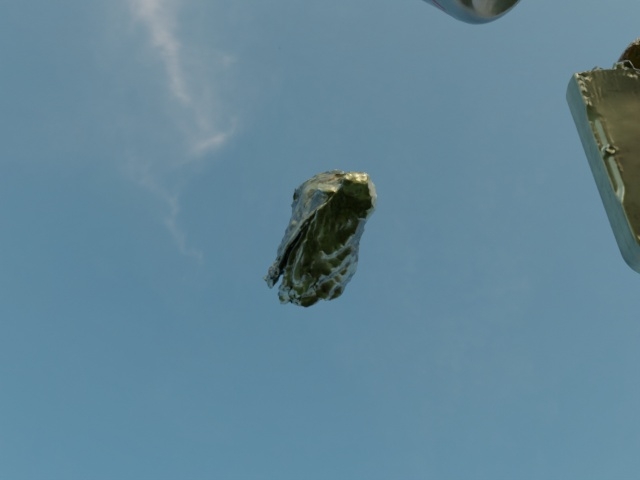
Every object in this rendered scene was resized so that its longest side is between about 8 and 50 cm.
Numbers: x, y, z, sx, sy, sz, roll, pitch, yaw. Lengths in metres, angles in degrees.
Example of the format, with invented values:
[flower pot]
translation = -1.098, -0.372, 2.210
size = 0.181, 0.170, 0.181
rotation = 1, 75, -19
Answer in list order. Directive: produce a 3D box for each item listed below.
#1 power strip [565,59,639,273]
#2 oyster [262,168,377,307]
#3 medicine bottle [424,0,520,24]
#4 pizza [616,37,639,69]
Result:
[power strip]
translation = 0.338, -0.082, 0.716
size = 0.080, 0.286, 0.048
rotation = -4, -34, 2
[oyster]
translation = 0.000, 0.000, 0.897
size = 0.112, 0.267, 0.199
rotation = 19, -92, -7
[medicine bottle]
translation = 0.239, -0.569, 1.233
size = 0.245, 0.306, 0.245
rotation = -27, -38, -24
[pizza]
translation = 0.664, -0.268, 1.200
size = 0.296, 0.071, 0.189
rotation = 10, -60, 5
